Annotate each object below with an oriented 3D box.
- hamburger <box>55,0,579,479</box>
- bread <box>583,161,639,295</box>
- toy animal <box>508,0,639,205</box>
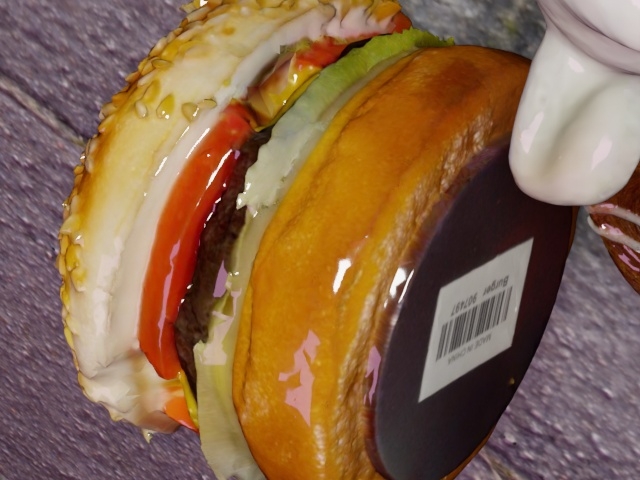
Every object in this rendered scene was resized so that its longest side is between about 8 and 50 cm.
[{"bbox_3d":[0.000,0.000,1.259,0.250,0.330,0.330,21,147,27],"label":"hamburger"},{"bbox_3d":[0.240,-0.011,1.189,0.160,0.073,0.160,32,149,23],"label":"bread"},{"bbox_3d":[0.145,-0.186,0.934,0.241,0.196,0.367,27,149,42],"label":"toy animal"}]
